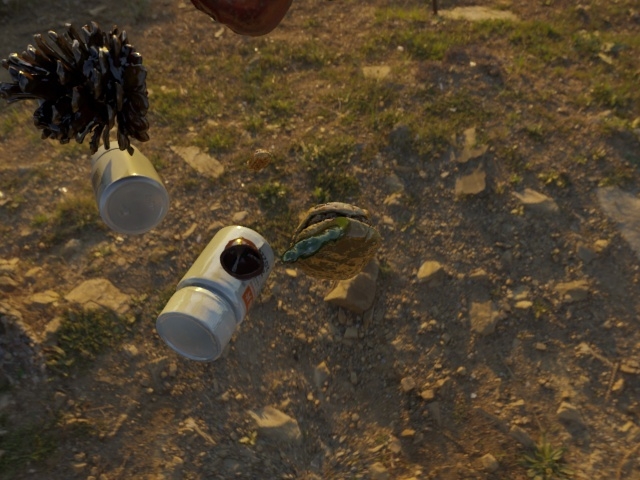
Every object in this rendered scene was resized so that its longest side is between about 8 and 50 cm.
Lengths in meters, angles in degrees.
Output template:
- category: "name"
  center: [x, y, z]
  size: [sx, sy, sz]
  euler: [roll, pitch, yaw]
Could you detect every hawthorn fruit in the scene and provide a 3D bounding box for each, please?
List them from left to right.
- category: "hawthorn fruit"
  center: [-0.182, -0.635, 1.186]
  size: [0.275, 0.299, 0.275]
  euler: [24, 41, -23]

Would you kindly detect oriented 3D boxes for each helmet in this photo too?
- category: "helmet"
  center: [-0.170, 0.029, 1.085]
  size: [0.089, 0.111, 0.057]
  euler: [-18, 44, 3]

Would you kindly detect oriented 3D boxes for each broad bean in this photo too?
- category: "broad bean"
  center: [0.000, 0.000, 1.025]
  size: [0.144, 0.292, 0.049]
  euler: [-33, 91, 5]

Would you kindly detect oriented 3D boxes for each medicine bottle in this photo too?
- category: "medicine bottle"
  center: [-0.637, -0.184, 1.648]
  size: [0.208, 0.208, 0.339]
  euler: [-27, 40, -14]
- category: "medicine bottle"
  center: [-0.289, 0.142, 1.436]
  size: [0.211, 0.211, 0.371]
  euler: [18, 42, 7]

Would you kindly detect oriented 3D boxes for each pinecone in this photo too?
- category: "pinecone"
  center: [-0.643, -0.392, 1.328]
  size: [0.385, 0.384, 0.384]
  euler: [1, 63, -1]

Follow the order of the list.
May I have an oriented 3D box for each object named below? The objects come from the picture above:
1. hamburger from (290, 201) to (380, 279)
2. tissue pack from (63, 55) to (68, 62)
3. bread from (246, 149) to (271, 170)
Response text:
- category: "hamburger"
  center: [0.042, 0.015, 1.544]
  size: [0.260, 0.283, 0.144]
  euler: [2, 58, -16]
- category: "tissue pack"
  center: [-0.729, -0.528, 1.591]
  size: [0.026, 0.122, 0.193]
  euler: [31, 32, 15]
- category: "bread"
  center: [-0.235, -0.307, 1.933]
  size: [0.083, 0.111, 0.044]
  euler: [-7, 67, -39]
